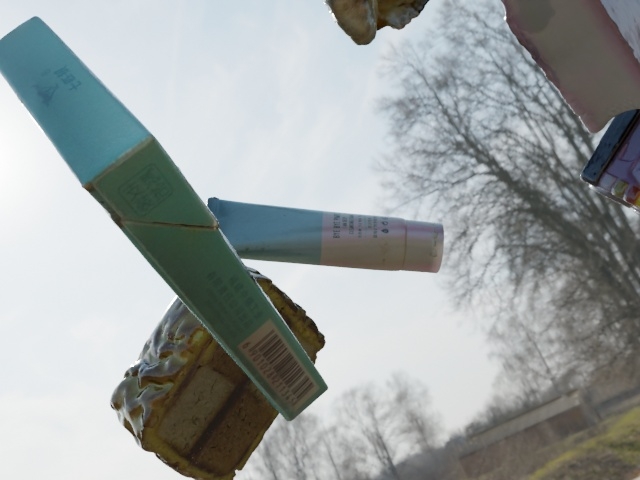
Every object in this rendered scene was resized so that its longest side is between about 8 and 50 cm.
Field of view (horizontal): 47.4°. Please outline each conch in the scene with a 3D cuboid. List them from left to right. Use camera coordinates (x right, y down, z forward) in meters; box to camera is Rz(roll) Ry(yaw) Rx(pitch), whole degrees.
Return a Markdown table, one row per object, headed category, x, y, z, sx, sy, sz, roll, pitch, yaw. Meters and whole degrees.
| category | x | y | z | sx | sy | sz | roll | pitch | yaw |
| --- | --- | --- | --- | --- | --- | --- | --- | --- | --- |
| conch | 0.053 | -0.341 | 0.809 | 0.178 | 0.245 | 0.163 | -6 | 2 | 13 |

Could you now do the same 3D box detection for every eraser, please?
| category | x | y | z | sx | sy | sz | roll | pitch | yaw |
| --- | --- | --- | --- | --- | --- | --- | --- | --- | --- |
| eraser | 0.402 | -0.360 | 1.043 | 0.122 | 0.272 | 0.359 | -28 | 17 | 48 |

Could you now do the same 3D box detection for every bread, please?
| category | x | y | z | sx | sy | sz | roll | pitch | yaw |
| --- | --- | --- | --- | --- | --- | --- | --- | --- | --- |
| bread | -0.110 | 0.139 | 0.780 | 0.222 | 0.096 | 0.181 | -56 | -47 | -9 |

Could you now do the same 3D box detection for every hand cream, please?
| category | x | y | z | sx | sy | sz | roll | pitch | yaw |
| --- | --- | --- | --- | --- | --- | --- | --- | --- | --- |
| hand cream | 0.000 | 0.000 | 0.949 | 0.312 | 0.111 | 0.070 | 5 | -45 | 0 |

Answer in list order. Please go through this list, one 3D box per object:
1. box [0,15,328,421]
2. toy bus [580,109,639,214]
| category | x | y | z | sx | sy | sz | roll | pitch | yaw |
| --- | --- | --- | --- | --- | --- | --- | --- | --- | --- |
| box | -0.086 | -0.005 | 0.424 | 0.041 | 0.162 | 0.229 | -39 | -42 | -10 |
| toy bus | 0.655 | -0.096 | 1.213 | 0.440 | 0.249 | 0.209 | 17 | -74 | -46 |
